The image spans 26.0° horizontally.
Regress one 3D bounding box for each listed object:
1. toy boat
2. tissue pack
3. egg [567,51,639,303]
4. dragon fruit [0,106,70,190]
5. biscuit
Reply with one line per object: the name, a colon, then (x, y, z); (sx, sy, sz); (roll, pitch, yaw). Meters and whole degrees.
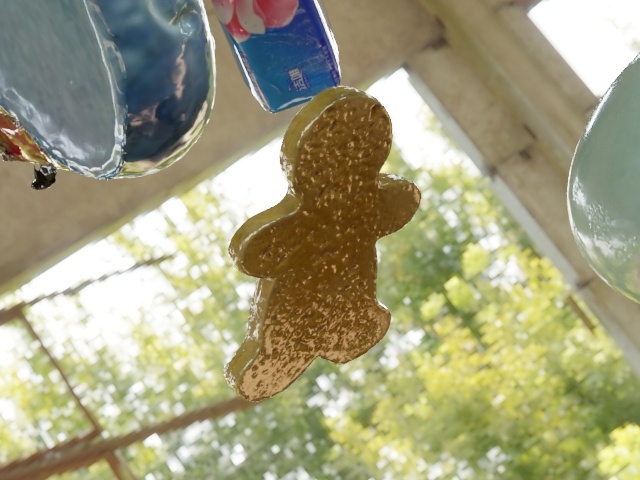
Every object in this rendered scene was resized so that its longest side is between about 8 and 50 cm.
toy boat: (-0.164, -0.197, 0.863); (0.123, 0.330, 0.215); (-37, 11, -33)
tissue pack: (-0.078, -0.328, 1.795); (0.137, 0.209, 0.269); (-18, -50, 8)
egg: (0.398, -0.084, 1.199); (0.389, 0.276, 0.276); (-31, -16, 7)
dragon fruit: (-0.323, -0.198, 1.787); (0.269, 0.291, 0.250); (-33, -61, 2)
biscuit: (-0.001, -0.001, 0.966); (0.158, 0.035, 0.240); (-18, -50, -36)
